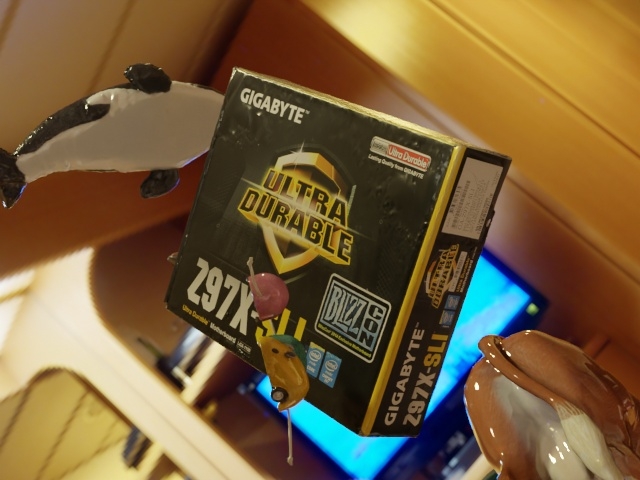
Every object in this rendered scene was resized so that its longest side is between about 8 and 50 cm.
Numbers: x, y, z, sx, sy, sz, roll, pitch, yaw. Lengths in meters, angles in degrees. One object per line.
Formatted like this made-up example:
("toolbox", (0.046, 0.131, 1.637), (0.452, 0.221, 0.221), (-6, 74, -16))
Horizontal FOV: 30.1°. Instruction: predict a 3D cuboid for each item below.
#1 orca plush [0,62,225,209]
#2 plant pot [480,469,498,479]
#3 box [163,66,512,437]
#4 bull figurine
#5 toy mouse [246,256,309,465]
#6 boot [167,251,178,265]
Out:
("orca plush", (-0.242, -0.116, 1.376), (0.287, 0.151, 0.102), (-32, 25, -16))
("plant pot", (0.309, 0.349, 1.221), (0.195, 0.290, 0.290), (-7, -39, -34))
("box", (0.000, 0.000, 1.090), (0.079, 0.322, 0.257), (8, -77, -42))
("bull figurine", (0.206, 0.170, 0.718), (0.101, 0.310, 0.188), (-47, 27, 18))
("toy mouse", (-0.032, 0.077, 0.963), (0.031, 0.161, 0.143), (-14, 17, 0))
("boot", (-0.115, -0.010, 1.393), (0.037, 0.106, 0.114), (111, 173, -67))
